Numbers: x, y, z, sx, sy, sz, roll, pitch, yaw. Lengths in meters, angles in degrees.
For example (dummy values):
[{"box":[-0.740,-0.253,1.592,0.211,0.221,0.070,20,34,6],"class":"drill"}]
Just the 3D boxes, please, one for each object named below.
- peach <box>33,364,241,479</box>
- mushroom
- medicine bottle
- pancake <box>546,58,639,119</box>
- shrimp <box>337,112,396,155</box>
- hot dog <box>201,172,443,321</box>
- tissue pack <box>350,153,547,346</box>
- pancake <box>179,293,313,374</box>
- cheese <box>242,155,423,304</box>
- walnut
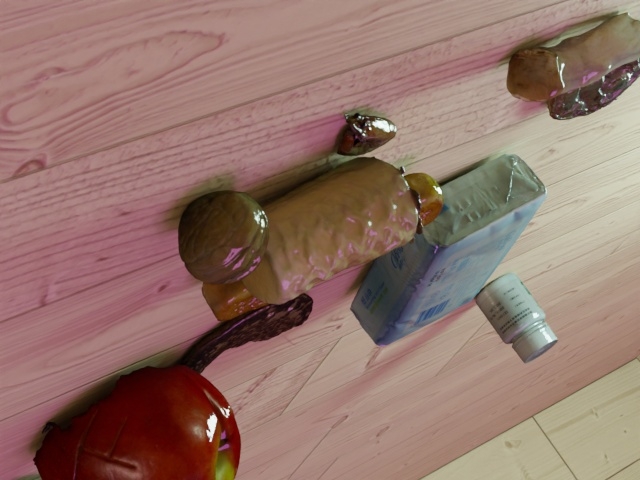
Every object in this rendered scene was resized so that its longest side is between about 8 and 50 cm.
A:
[{"box":[-0.210,0.233,1.662,0.190,0.226,0.196,-63,153,-51],"class":"peach"},{"box":[0.275,-0.191,1.516,0.202,0.059,0.054,-23,177,-33],"class":"mushroom"},{"box":[0.312,0.123,2.327,0.080,0.130,0.080,-32,163,-11],"class":"medicine bottle"},{"box":[0.322,-0.192,1.664,0.158,0.028,0.158,-30,160,-12],"class":"pancake"},{"box":[0.037,-0.098,1.396,0.059,0.023,0.108,-31,165,20],"class":"shrimp"},{"box":[0.002,0.002,1.533,0.286,0.061,0.088,-25,157,-25],"class":"hot dog"},{"box":[0.151,0.013,1.805,0.177,0.089,0.263,-27,159,-27],"class":"tissue pack"},{"box":[-0.087,0.116,1.754,0.184,0.020,0.190,-45,159,29],"class":"pancake"},{"box":[0.002,-0.008,1.418,0.167,0.094,0.123,-28,-155,-21],"class":"cheese"},{"box":[-0.088,-0.003,1.321,0.092,0.092,0.092,-31,163,-11],"class":"walnut"}]
